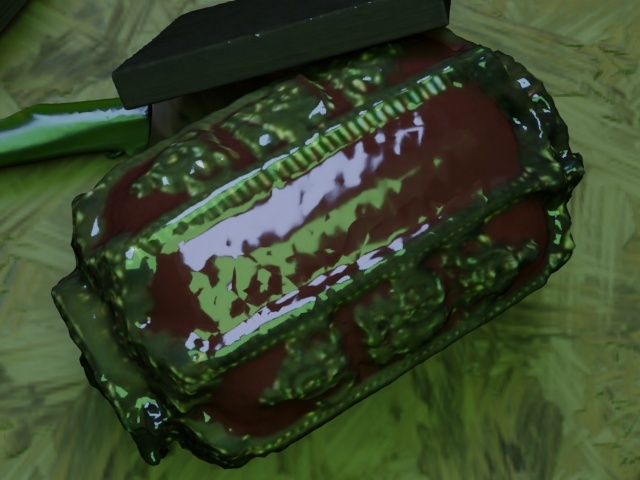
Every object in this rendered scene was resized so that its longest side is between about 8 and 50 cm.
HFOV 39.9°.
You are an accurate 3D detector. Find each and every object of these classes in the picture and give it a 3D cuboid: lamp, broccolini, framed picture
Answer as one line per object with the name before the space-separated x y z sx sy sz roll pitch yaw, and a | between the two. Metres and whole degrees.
lamp | 0.000 0.000 0.465 0.274 0.177 0.177 -30 85 -12
broccolini | -0.280 -0.008 0.479 0.392 0.074 0.079 -12 40 -12
framed picture | -0.014 -0.119 0.476 0.168 0.128 0.023 -12 115 15

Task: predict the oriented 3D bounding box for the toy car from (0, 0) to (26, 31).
toy car | -0.201 -0.191 0.506 0.108 0.089 0.209 34 78 -2
